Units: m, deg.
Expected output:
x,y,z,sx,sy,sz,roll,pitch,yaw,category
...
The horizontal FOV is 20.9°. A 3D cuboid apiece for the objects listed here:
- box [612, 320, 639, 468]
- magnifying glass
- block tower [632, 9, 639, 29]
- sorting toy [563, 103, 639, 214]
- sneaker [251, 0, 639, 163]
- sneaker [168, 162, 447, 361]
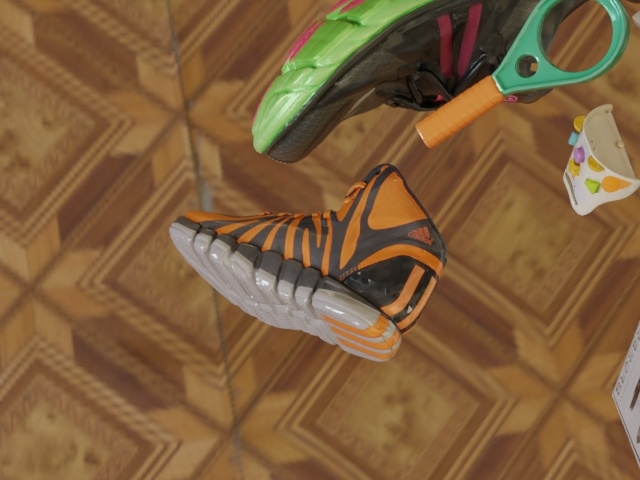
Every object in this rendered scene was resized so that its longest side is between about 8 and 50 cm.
x,y,z,sx,sy,sz,roll,pitch,yaw,category
0.343,0.151,1.423,0.169,0.290,0.087,17,100,2,box
0.191,-0.162,1.658,0.231,0.026,0.092,-34,78,22,magnifying glass
0.389,-0.095,1.532,0.091,0.335,0.097,-39,41,0,block tower
0.230,-0.062,1.486,0.044,0.075,0.083,-1,56,-20,sorting toy
0.141,-0.206,1.845,0.482,0.185,0.202,-31,103,8,sneaker
0.000,0.000,1.805,0.321,0.125,0.180,22,67,34,sneaker
